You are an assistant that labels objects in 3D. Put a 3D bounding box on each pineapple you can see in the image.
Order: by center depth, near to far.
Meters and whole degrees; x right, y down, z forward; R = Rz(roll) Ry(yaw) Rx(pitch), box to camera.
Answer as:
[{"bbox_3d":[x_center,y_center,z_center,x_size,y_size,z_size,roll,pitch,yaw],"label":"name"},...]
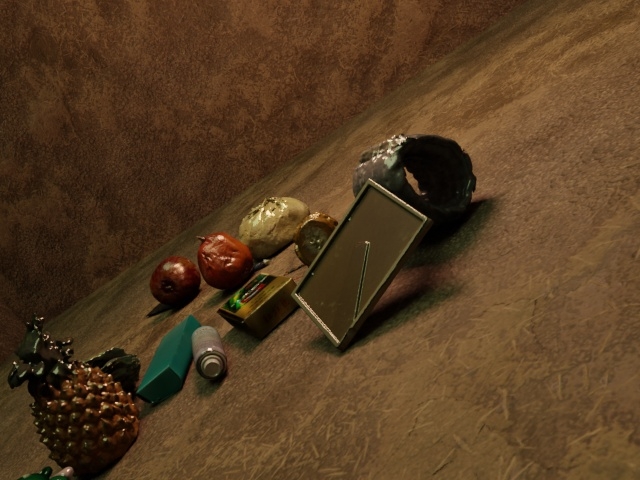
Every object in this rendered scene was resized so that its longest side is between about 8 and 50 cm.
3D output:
[{"bbox_3d":[-0.569,0.332,1.486,0.223,0.357,0.223,-31,13,8],"label":"pineapple"}]

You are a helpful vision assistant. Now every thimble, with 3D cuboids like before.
[{"bbox_3d":[0.201,-0.125,1.429,0.172,0.236,0.205,-19,46,56],"label":"thimble"}]

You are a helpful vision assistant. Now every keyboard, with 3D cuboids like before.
[{"bbox_3d":[-0.562,0.237,2.438,0.196,0.015,0.074,-21,17,44],"label":"keyboard"}]

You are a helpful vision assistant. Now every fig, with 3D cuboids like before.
[{"bbox_3d":[-0.489,0.132,2.342,0.175,0.175,0.207,-30,1,20],"label":"fig"}]

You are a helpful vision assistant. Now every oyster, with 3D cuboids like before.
[{"bbox_3d":[-0.554,0.355,1.736,0.198,0.112,0.268,-39,-18,-25],"label":"oyster"}]

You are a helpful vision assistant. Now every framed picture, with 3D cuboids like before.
[{"bbox_3d":[0.069,0.039,1.283,0.289,0.020,0.211,-56,37,6],"label":"framed picture"}]

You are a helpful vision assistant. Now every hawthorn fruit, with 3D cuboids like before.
[{"bbox_3d":[-0.295,0.063,2.077,0.173,0.179,0.173,-10,11,2],"label":"hawthorn fruit"}]

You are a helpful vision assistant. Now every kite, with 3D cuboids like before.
[{"bbox_3d":[-0.012,0.050,1.802,0.244,0.006,0.198,-22,20,43],"label":"kite"}]

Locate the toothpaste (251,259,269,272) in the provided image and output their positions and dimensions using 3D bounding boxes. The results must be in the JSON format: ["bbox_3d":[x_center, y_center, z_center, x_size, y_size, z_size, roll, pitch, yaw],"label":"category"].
[{"bbox_3d":[-0.187,0.078,2.086,0.083,0.019,0.027,-29,32,38],"label":"toothpaste"}]

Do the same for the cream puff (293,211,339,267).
[{"bbox_3d":[-0.003,0.000,1.687,0.126,0.144,0.103,-12,5,8],"label":"cream puff"}]

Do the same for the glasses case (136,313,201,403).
[{"bbox_3d":[-0.378,0.304,1.726,0.117,0.070,0.301,-39,16,12],"label":"glasses case"}]

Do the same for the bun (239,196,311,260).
[{"bbox_3d":[-0.165,-0.056,2.199,0.259,0.152,0.259,-33,17,12],"label":"bun"}]

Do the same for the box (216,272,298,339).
[{"bbox_3d":[-0.149,0.157,1.653,0.159,0.071,0.240,-43,16,-17],"label":"box"}]

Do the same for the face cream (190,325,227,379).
[{"bbox_3d":[-0.260,0.263,1.560,0.075,0.075,0.229,-37,14,-5],"label":"face cream"}]

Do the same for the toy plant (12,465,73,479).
[{"bbox_3d":[-0.612,0.558,1.360,0.232,0.112,0.243,-13,33,46],"label":"toy plant"}]
